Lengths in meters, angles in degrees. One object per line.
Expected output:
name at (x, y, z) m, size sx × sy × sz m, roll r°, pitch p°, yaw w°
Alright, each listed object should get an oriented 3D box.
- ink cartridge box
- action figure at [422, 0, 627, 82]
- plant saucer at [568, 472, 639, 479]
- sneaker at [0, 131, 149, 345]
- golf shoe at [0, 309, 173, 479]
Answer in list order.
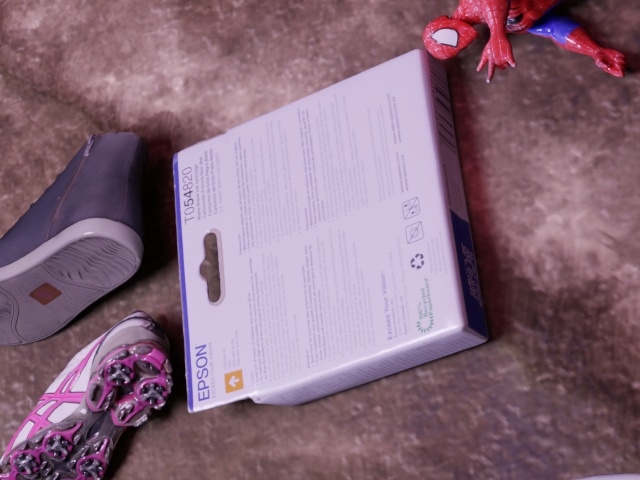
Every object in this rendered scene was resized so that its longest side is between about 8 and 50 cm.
ink cartridge box at (0.000, 0.000, 1.075) m, size 0.224 × 0.045 × 0.223 m, roll -19°, pitch 61°, yaw 26°
action figure at (0.195, -0.170, 0.988) m, size 0.280 × 0.091 × 0.139 m, roll -26°, pitch 50°, yaw 22°
plant saucer at (0.176, 0.323, 0.764) m, size 0.400 × 0.100 × 0.400 m, roll -17°, pitch 67°, yaw 44°
sneaker at (-0.217, 0.002, 1.208) m, size 0.222 × 0.083 × 0.118 m, roll -24°, pitch 41°, yaw 31°
golf shoe at (-0.179, 0.132, 1.135) m, size 0.186 × 0.067 × 0.086 m, roll -44°, pitch 25°, yaw 13°
